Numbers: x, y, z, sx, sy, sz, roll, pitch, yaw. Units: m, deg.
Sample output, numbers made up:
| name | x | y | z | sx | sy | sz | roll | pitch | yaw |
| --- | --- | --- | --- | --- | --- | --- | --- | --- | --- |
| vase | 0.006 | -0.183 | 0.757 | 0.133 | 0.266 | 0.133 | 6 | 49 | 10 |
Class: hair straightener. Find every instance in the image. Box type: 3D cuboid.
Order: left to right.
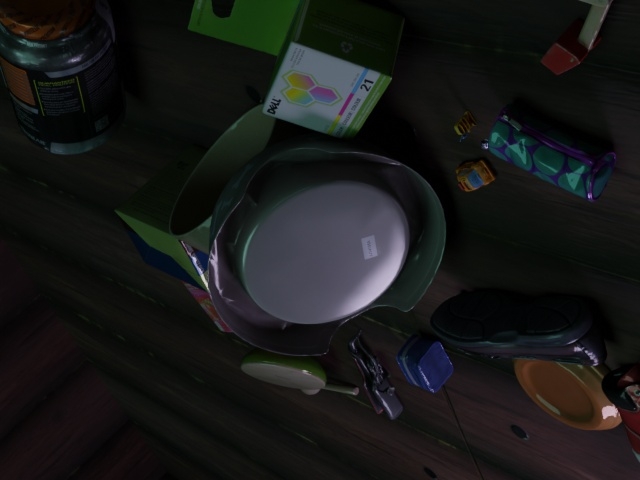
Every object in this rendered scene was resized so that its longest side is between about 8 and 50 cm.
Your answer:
| name | x | y | z | sx | sy | sz | roll | pitch | yaw |
| --- | --- | --- | --- | --- | --- | --- | --- | --- | --- |
| hair straightener | 0.116 | 0.263 | 2.122 | 0.089 | 0.047 | 0.230 | 18 | 140 | 45 |

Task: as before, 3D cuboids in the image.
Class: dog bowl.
| name | x | y | z | sx | sy | sz | roll | pitch | yaw |
| --- | --- | --- | --- | --- | --- | --- | --- | --- | --- |
| dog bowl | 0.000 | 0.000 | 1.564 | 0.102 | 0.348 | 0.349 | -116 | 3 | -51 |

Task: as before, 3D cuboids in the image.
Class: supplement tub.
| name | x | y | z | sx | sy | sz | roll | pitch | yaw |
| --- | --- | --- | --- | --- | --- | --- | --- | --- | --- |
| supplement tub | -0.457 | -0.322 | 1.910 | 0.207 | 0.207 | 0.338 | 38 | 154 | 17 |

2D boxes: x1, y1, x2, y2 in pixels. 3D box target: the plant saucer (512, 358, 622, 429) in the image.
| name | x | y | z | sx | sy | sz | roll | pitch | yaw |
| --- | --- | --- | --- | --- | --- | --- | --- | --- | --- |
| plant saucer | 0.368 | 0.218 | 1.651 | 0.200 | 0.037 | 0.200 | 35 | 153 | 21 |

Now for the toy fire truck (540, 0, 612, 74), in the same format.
| name | x | y | z | sx | sy | sz | roll | pitch | yaw |
| --- | --- | --- | --- | --- | --- | --- | --- | --- | --- |
| toy fire truck | 0.247 | -0.262 | 1.087 | 0.135 | 0.047 | 0.192 | 44 | 155 | 3 |

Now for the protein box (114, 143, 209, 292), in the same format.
| name | x | y | z | sx | sy | sz | roll | pitch | yaw |
| --- | --- | --- | --- | --- | --- | --- | --- | --- | --- |
| protein box | -0.216 | -0.043 | 1.966 | 0.199 | 0.201 | 0.136 | 21 | 146 | 42 |

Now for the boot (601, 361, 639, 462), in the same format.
| name | x | y | z | sx | sy | sz | roll | pitch | yaw |
| --- | --- | --- | --- | --- | --- | --- | --- | --- | --- |
| boot | 0.487 | 0.246 | 1.454 | 0.244 | 0.088 | 0.176 | 9 | 136 | 58 |

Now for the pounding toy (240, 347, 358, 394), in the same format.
| name | x | y | z | sx | sy | sz | roll | pitch | yaw |
| --- | --- | --- | --- | --- | --- | --- | --- | --- | --- |
| pounding toy | -0.048 | 0.244 | 2.301 | 0.236 | 0.110 | 0.183 | 26 | 157 | -35 |

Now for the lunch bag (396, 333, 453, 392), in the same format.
| name | x | y | z | sx | sy | sz | roll | pitch | yaw |
| --- | --- | --- | --- | --- | --- | --- | --- | --- | --- |
| lunch bag | 0.180 | 0.214 | 1.903 | 0.065 | 0.067 | 0.098 | 18 | 145 | 46 |

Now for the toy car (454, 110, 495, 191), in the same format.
| name | x | y | z | sx | sy | sz | roll | pitch | yaw |
| --- | --- | --- | --- | --- | --- | --- | --- | --- | --- |
| toy car | 0.184 | -0.111 | 1.427 | 0.060 | 0.040 | 0.122 | 16 | 143 | 48 |

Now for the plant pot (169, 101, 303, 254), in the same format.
| name | x | y | z | sx | sy | sz | roll | pitch | yaw |
| --- | --- | --- | --- | --- | --- | --- | --- | --- | --- |
| plant pot | -0.053 | -0.034 | 1.719 | 0.274 | 0.257 | 0.256 | 38 | 160 | -23 |

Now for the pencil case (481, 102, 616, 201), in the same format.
| name | x | y | z | sx | sy | sz | roll | pitch | yaw |
| --- | --- | --- | --- | --- | --- | --- | --- | --- | --- |
| pencil case | 0.268 | -0.104 | 1.277 | 0.151 | 0.064 | 0.070 | 30 | 168 | 29 |

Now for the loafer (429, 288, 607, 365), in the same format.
| name | x | y | z | sx | sy | sz | roll | pitch | yaw |
| --- | --- | --- | --- | --- | --- | --- | --- | --- | --- |
| loafer | 0.282 | 0.139 | 1.589 | 0.302 | 0.109 | 0.095 | -2 | 132 | 55 |

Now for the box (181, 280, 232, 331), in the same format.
| name | x | y | z | sx | sy | sz | roll | pitch | yaw |
| --- | --- | --- | --- | --- | --- | --- | --- | --- | --- |
| box | -0.118 | 0.074 | 2.057 | 0.142 | 0.154 | 0.300 | 53 | 156 | -16 |

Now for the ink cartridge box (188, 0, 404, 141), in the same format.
| name | x | y | z | sx | sy | sz | roll | pitch | yaw |
| --- | --- | --- | --- | --- | --- | --- | --- | --- | --- |
| ink cartridge box | -0.046 | -0.242 | 1.393 | 0.255 | 0.097 | 0.189 | 17 | 156 | -8 |
